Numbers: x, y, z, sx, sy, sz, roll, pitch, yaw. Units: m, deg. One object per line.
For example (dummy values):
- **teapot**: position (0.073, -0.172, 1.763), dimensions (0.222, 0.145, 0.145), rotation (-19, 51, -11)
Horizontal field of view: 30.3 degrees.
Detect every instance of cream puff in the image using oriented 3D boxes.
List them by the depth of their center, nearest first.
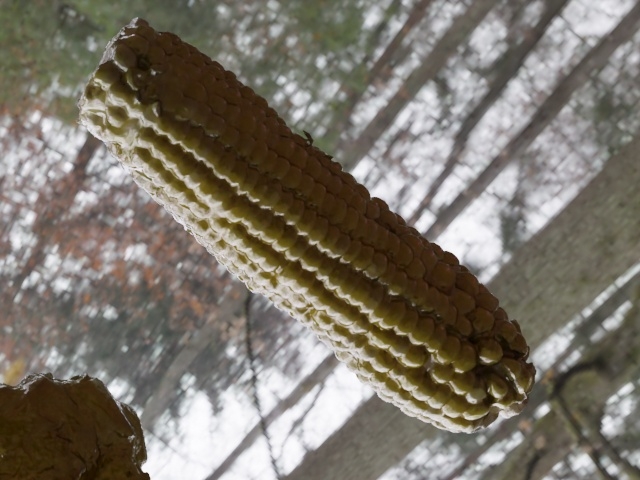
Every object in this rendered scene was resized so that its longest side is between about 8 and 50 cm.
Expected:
- **cream puff**: position (-0.183, 0.170, 0.792), dimensions (0.156, 0.121, 0.156), rotation (4, -117, -8)

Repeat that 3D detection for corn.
- **corn**: position (0.000, 0.000, 0.601), dimensions (0.288, 0.086, 0.086), rotation (40, -142, -19)
